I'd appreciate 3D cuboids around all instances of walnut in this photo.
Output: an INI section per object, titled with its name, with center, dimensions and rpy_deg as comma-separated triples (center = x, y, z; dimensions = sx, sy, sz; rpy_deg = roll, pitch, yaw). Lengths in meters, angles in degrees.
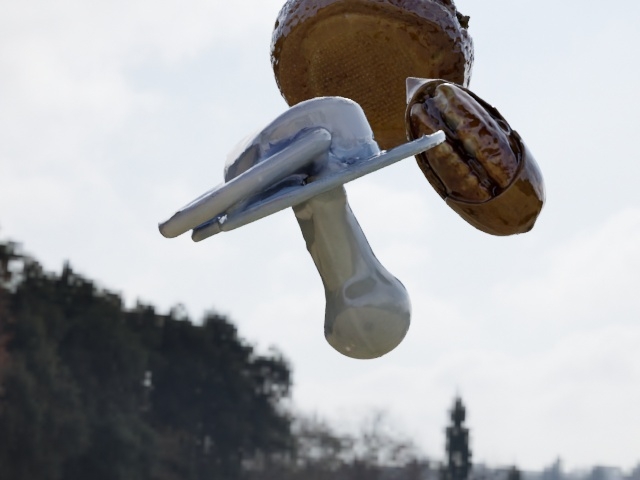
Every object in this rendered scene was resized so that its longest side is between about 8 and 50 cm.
[walnut]
center = 0.155, -0.092, 1.433
dimensions = 0.116, 0.207, 0.116
rpy_deg = -35, -11, -8

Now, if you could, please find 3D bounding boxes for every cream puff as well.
[cream puff]
center = 0.077, -0.275, 1.974
dimensions = 0.303, 0.212, 0.303
rpy_deg = 8, -51, 10

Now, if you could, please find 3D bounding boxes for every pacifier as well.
[pacifier]
center = 0.000, 0.000, 1.162
dimensions = 0.238, 0.225, 0.287
rpy_deg = -26, 1, -20
